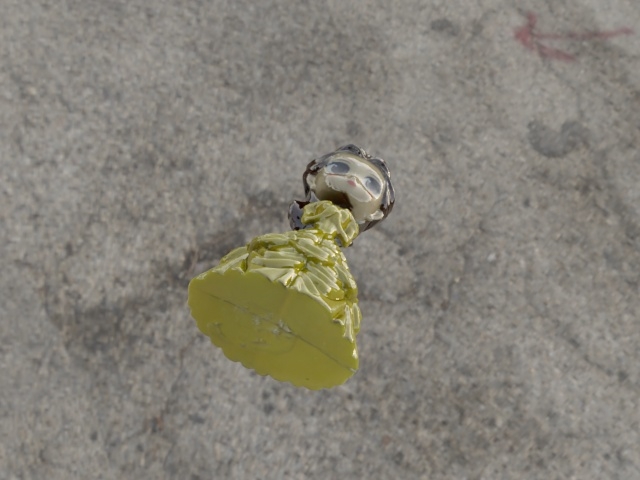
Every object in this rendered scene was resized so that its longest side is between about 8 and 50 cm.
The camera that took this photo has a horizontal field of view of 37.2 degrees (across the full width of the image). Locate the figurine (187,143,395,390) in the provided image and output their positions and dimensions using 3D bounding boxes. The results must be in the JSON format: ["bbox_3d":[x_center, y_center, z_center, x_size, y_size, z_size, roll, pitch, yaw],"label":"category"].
[{"bbox_3d":[0.001,-0.003,1.097,0.187,0.168,0.315,8,42,20],"label":"figurine"}]
